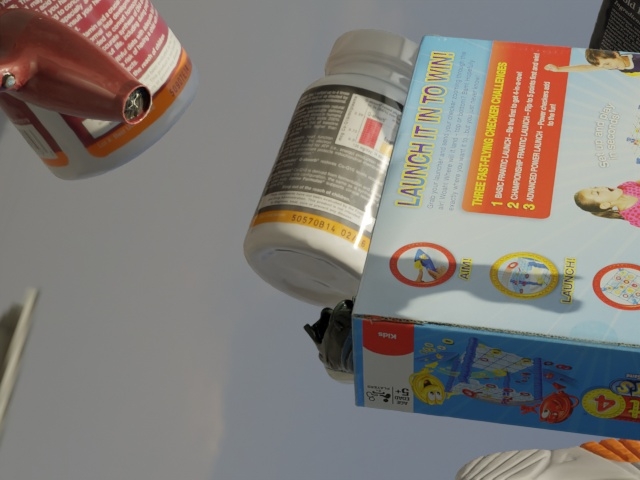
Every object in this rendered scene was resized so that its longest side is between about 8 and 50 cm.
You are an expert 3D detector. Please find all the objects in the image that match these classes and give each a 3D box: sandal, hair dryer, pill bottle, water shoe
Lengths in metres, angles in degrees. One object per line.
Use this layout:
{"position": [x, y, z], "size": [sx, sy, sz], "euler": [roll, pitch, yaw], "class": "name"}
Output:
{"position": [0.270, 0.250, 1.510], "size": [0.102, 0.265, 0.076], "euler": [-55, 138, -70], "class": "sandal"}
{"position": [-0.292, -0.131, 1.309], "size": [0.224, 0.293, 0.080], "euler": [-92, -175, -53], "class": "hair dryer"}
{"position": [-0.334, -0.283, 1.772], "size": [0.224, 0.392, 0.224], "euler": [-25, -150, 16], "class": "pill bottle"}
{"position": [0.033, -0.078, 1.631], "size": [0.162, 0.162, 0.278], "euler": [-38, -151, 63], "class": "pill bottle"}
{"position": [0.042, 0.097, 1.502], "size": [0.073, 0.080, 0.203], "euler": [-42, -170, -27], "class": "water shoe"}

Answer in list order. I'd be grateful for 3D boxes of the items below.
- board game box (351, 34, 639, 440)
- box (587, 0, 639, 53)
{"position": [0.195, -0.008, 1.025], "size": [0.308, 0.301, 0.086], "euler": [-73, 165, -46], "class": "board game box"}
{"position": [0.481, -0.327, 1.620], "size": [0.343, 0.179, 0.312], "euler": [-40, 158, -21], "class": "box"}
